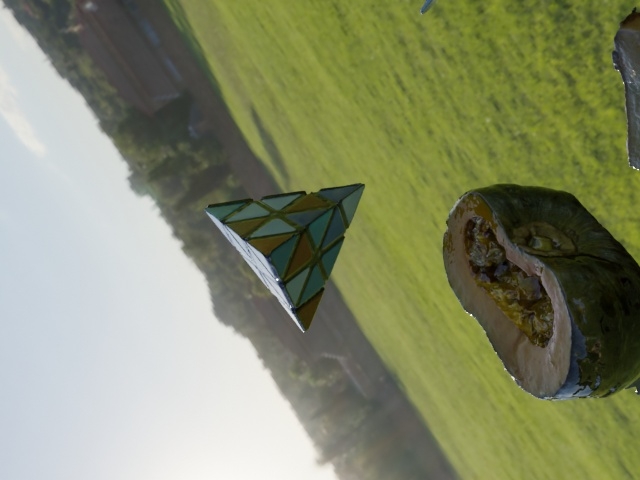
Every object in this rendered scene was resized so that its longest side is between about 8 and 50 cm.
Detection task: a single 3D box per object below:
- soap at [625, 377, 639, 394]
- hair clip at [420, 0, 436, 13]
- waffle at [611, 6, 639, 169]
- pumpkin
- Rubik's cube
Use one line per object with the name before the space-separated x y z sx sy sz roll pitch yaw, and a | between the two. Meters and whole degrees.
soap | 0.501 0.115 1.299 0.076 0.135 0.233 57 -143 -11
hair clip | 0.149 -0.277 0.994 0.115 0.030 0.039 0 121 45
waffle | 0.653 -0.300 1.530 0.077 0.348 0.304 46 161 48
pumpkin | 0.274 0.072 1.137 0.317 0.139 0.222 -125 31 -46
Rubik's cube | 0.000 0.000 1.529 0.250 0.234 0.284 57 167 -24
